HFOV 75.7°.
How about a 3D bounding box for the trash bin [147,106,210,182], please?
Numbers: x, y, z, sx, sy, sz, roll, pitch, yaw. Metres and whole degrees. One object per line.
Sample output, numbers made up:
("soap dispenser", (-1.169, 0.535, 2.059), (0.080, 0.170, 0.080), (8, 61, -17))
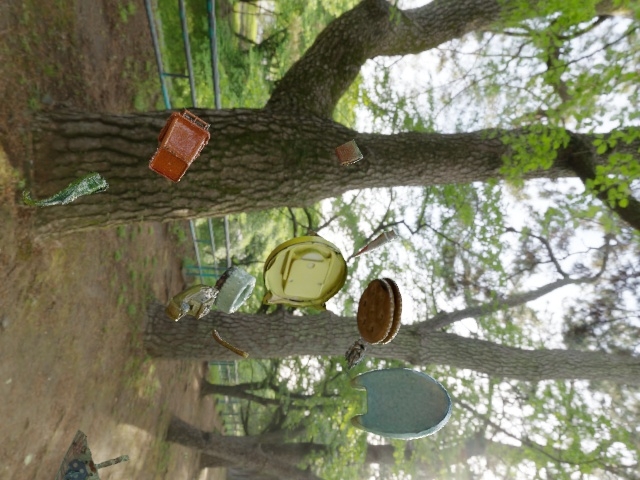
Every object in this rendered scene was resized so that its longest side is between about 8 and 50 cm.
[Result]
("trash bin", (-0.509, -0.342, 1.489), (0.184, 0.161, 0.239), (-43, -151, 31))

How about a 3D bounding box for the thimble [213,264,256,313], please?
("thimble", (-0.450, 0.253, 2.106), (0.237, 0.150, 0.237), (-56, 171, -14))

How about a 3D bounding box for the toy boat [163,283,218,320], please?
("toy boat", (-0.486, 0.242, 1.625), (0.089, 0.121, 0.321), (-64, 173, 10))

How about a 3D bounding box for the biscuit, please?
("biscuit", (0.188, 0.225, 1.335), (0.220, 0.066, 0.221), (-169, -90, -68))

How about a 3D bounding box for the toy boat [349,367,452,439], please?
("toy boat", (0.259, 0.537, 1.354), (0.123, 0.329, 0.215), (83, 5, -57))

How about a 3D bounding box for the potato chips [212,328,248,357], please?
("potato chips", (-0.364, 0.414, 1.635), (0.026, 0.204, 0.037), (27, 88, -56))

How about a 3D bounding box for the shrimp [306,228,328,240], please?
("shrimp", (0.000, 0.000, 1.860), (0.051, 0.150, 0.217), (-53, 164, -6))

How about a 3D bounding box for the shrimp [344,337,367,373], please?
("shrimp", (0.164, 0.540, 1.924), (0.079, 0.090, 0.233), (-43, -175, 39))

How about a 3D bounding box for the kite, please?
("kite", (-0.940, 0.931, 1.679), (0.011, 0.314, 0.335), (155, -85, -86))

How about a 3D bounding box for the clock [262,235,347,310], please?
("clock", (-0.052, 0.104, 1.363), (0.071, 0.277, 0.294), (-105, -145, -52))

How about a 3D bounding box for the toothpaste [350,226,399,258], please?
("toothpaste", (0.243, 0.020, 1.847), (0.057, 0.234, 0.089), (58, 26, 4))

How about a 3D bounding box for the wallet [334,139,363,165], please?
("wallet", (0.126, -0.400, 1.880), (0.196, 0.103, 0.020), (-104, 172, -55))

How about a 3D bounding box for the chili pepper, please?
("chili pepper", (-0.857, -0.177, 1.421), (0.085, 0.076, 0.359), (63, 12, -14))
